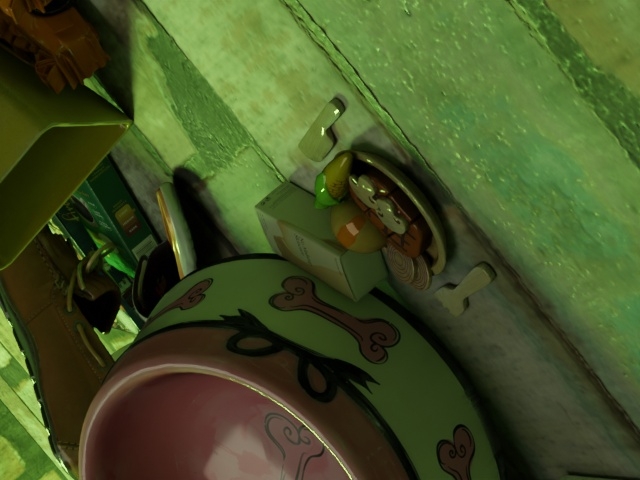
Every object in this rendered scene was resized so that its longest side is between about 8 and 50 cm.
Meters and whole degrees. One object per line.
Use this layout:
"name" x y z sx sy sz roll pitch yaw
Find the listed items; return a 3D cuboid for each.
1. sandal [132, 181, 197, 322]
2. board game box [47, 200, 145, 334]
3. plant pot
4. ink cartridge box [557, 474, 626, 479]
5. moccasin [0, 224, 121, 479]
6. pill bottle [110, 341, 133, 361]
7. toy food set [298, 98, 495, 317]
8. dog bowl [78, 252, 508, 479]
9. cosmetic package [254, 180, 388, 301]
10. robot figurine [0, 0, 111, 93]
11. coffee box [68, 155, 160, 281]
"sandal" -0.166 0.040 1.710 0.265 0.076 0.102 81 172 -48
"board game box" -0.304 0.008 2.029 0.243 0.042 0.165 56 159 -18
"plant pot" -0.346 -0.101 1.559 0.187 0.212 0.212 45 -166 8
"ink cartridge box" 0.282 0.270 1.270 0.181 0.056 0.225 52 161 -10
"moccasin" -0.276 0.077 1.812 0.139 0.147 0.380 70 175 -62
"pill bottle" -0.149 0.293 1.974 0.210 0.210 0.363 30 153 41
"toy food set" 0.047 -0.014 1.262 0.192 0.038 0.132 47 160 4
"dog bowl" -0.044 0.225 1.454 0.408 0.150 0.408 14 119 27
"cosmetic package" 0.000 0.000 1.382 0.115 0.041 0.060 30 152 43
"robot figurine" -0.325 -0.264 1.515 0.291 0.085 0.211 36 161 32
"coffee box" -0.243 -0.037 1.821 0.113 0.040 0.184 24 149 53
